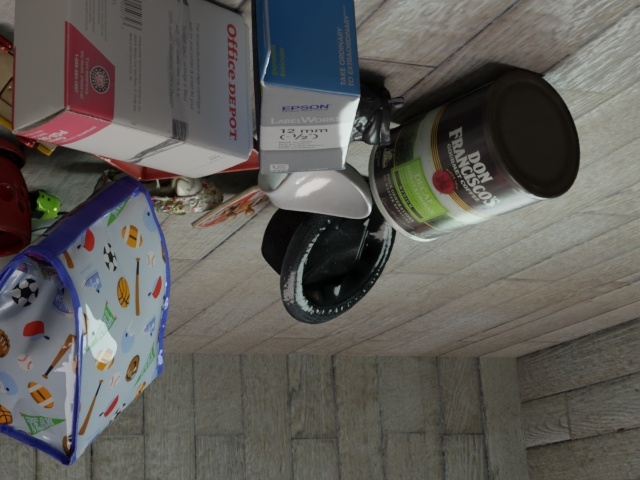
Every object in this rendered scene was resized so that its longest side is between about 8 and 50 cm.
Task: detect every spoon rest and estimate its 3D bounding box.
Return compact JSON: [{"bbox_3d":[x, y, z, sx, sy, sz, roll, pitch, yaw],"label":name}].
[{"bbox_3d":[-0.018,-0.089,1.956,0.137,0.084,0.276,47,160,-30],"label":"spoon rest"}]

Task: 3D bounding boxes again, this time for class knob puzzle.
[{"bbox_3d":[-0.151,-0.058,2.179,0.213,0.030,0.213,-28,176,-2],"label":"knob puzzle"}]

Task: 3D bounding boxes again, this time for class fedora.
[{"bbox_3d":[0.000,0.000,2.282,0.152,0.334,0.334,29,-177,32],"label":"fedora"}]

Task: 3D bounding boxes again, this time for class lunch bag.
[{"bbox_3d":[-0.409,0.112,1.968,0.239,0.385,0.328,19,-150,12],"label":"lunch bag"}]

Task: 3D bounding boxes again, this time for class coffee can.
[{"bbox_3d":[0.239,-0.127,1.849,0.201,0.202,0.275,8,161,-37],"label":"coffee can"}]

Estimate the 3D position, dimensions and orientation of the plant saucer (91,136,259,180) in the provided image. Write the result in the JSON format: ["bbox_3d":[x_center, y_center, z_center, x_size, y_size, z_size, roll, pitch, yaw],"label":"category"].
[{"bbox_3d":[-0.237,-0.162,1.877,0.259,0.048,0.258,-4,166,21],"label":"plant saucer"}]

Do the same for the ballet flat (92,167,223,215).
[{"bbox_3d":[-0.285,-0.092,2.099,0.241,0.091,0.077,-2,136,-20],"label":"ballet flat"}]

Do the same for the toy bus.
[{"bbox_3d":[-0.413,-0.207,1.578,0.191,0.202,0.104,-8,-164,-10],"label":"toy bus"}]

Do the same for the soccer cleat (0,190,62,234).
[{"bbox_3d":[-0.568,-0.057,2.211,0.179,0.060,0.072,-16,145,31],"label":"soccer cleat"}]

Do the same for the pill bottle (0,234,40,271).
[{"bbox_3d":[-0.617,0.090,2.300,0.363,0.210,0.210,1,171,42],"label":"pill bottle"}]

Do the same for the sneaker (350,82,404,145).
[{"bbox_3d":[0.022,-0.174,1.819,0.153,0.101,0.268,2,165,-27],"label":"sneaker"}]

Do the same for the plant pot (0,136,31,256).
[{"bbox_3d":[-0.566,-0.075,1.903,0.191,0.174,0.191,-3,165,-1],"label":"plant pot"}]

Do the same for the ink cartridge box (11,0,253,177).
[{"bbox_3d":[-0.226,-0.206,1.440,0.117,0.207,0.283,-16,160,40],"label":"ink cartridge box"}]

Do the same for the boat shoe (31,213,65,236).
[{"bbox_3d":[-0.463,0.003,2.376,0.267,0.088,0.096,5,163,-30],"label":"boat shoe"}]

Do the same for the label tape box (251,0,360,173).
[{"bbox_3d":[-0.018,-0.243,1.271,0.115,0.249,0.348,-2,165,-6],"label":"label tape box"}]
